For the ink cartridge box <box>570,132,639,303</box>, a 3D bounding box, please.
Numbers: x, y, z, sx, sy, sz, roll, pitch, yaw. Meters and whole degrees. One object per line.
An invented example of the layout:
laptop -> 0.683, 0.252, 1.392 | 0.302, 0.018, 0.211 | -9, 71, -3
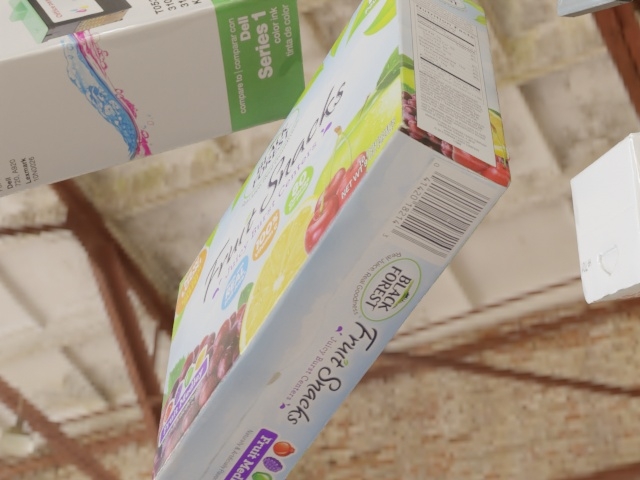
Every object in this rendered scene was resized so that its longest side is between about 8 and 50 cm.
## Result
ink cartridge box -> 0.251, -0.019, 0.849 | 0.190, 0.082, 0.139 | -5, -7, -6

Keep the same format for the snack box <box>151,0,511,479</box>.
snack box -> 0.000, 0.000, 0.443 | 0.037, 0.100, 0.141 | 26, -59, -15

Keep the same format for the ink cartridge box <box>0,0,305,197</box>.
ink cartridge box -> -0.176, -0.155, 1.145 | 0.278, 0.201, 0.117 | -17, -50, -14

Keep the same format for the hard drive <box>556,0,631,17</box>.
hard drive -> 0.237, -0.244, 1.292 | 0.022, 0.094, 0.135 | 4, 2, -11

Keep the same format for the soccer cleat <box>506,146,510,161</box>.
soccer cleat -> 0.096, -0.052, 1.089 | 0.083, 0.029, 0.036 | -23, -77, 5
